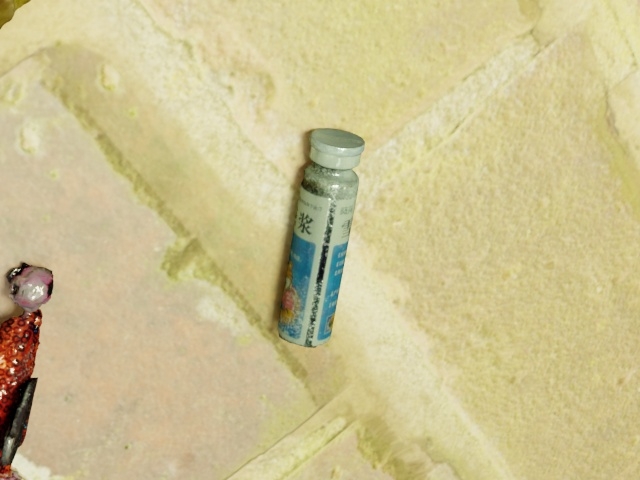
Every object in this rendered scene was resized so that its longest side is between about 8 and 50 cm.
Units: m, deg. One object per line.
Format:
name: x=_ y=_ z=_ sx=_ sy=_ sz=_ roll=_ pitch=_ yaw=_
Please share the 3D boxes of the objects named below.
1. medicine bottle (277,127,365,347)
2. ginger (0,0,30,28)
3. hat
medicine bottle: x=0.000 y=0.000 z=1.012 sx=0.051 sy=0.051 sz=0.191 roll=-1 pitch=116 yaw=-25
ginger: x=-0.306 y=-0.125 z=0.764 sx=0.263 sy=0.116 sz=0.109 roll=-40 pitch=104 yaw=4
hat: x=-0.266 y=0.126 z=0.933 sx=0.227 sy=0.129 sz=0.140 roll=-64 pitch=166 yaw=-5
